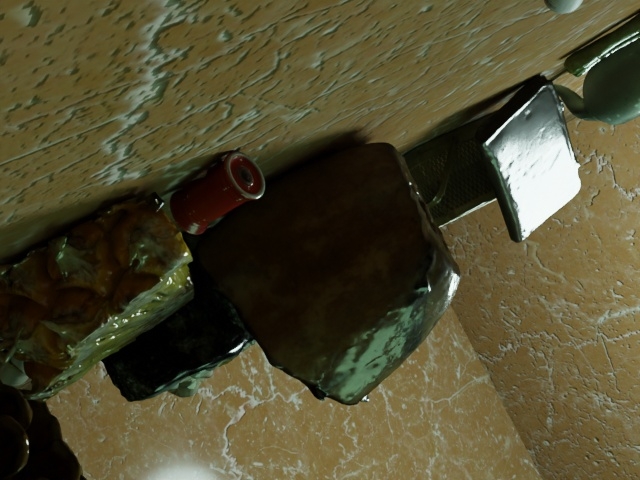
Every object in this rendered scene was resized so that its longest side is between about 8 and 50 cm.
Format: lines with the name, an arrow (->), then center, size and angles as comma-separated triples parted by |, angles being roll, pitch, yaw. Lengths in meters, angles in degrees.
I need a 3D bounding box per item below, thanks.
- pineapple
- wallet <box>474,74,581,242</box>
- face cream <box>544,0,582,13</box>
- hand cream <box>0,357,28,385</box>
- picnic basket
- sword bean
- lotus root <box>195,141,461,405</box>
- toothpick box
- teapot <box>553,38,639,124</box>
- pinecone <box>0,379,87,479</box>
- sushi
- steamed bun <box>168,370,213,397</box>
pineapple -> -0.193, 0.045, 0.709 | 0.236, 0.114, 0.186 | -32, 175, 21
wallet -> 0.350, -0.129, 1.313 | 0.165, 0.042, 0.309 | -44, 140, -5
face cream -> 0.188, -0.201, 0.578 | 0.034, 0.034, 0.130 | -28, 176, 9
hand cream -> -0.440, 0.168, 1.184 | 0.186, 0.054, 0.087 | -39, 173, 41
picnic basket -> 0.253, -0.119, 1.427 | 0.267, 0.139, 0.165 | -26, 176, -26
sword bean -> 0.462, -0.308, 1.094 | 0.269, 0.038, 0.043 | -29, 151, 34
lotus root -> 0.051, 0.029, 0.984 | 0.250, 0.316, 0.316 | -37, 174, 17
toothpick box -> -0.094, -0.041, 0.698 | 0.083, 0.047, 0.047 | -28, 177, 33
teapot -> 0.533, -0.281, 1.318 | 0.294, 0.129, 0.193 | -32, 175, 34
pinecone -> -0.409, 0.275, 0.727 | 0.385, 0.384, 0.384 | -27, 177, -2
sushi -> -0.173, 0.092, 1.062 | 0.211, 0.170, 0.350 | -27, 177, 20
steamed bun -> -0.294, 0.192, 1.552 | 0.144, 0.218, 0.211 | -50, -177, -29
